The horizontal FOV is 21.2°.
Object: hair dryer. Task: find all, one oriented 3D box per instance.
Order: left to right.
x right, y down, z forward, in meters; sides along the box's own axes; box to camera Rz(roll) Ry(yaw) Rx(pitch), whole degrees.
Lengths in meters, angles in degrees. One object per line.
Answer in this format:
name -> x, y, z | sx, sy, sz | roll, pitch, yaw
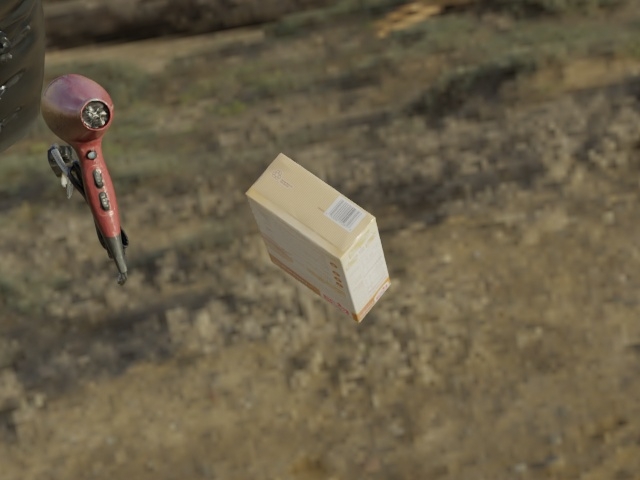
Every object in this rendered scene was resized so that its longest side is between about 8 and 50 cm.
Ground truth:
hair dryer -> -0.264, -0.097, 2.050 | 0.080, 0.293, 0.223 | -27, 65, -15

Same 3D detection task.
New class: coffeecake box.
coffeecake box -> 0.000, 0.000, 1.987 | 0.142, 0.185, 0.068 | 35, 74, 21

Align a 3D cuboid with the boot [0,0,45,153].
boot -> -0.394, -0.134, 1.424 | 0.367, 0.146, 0.445 | -21, -8, -20
